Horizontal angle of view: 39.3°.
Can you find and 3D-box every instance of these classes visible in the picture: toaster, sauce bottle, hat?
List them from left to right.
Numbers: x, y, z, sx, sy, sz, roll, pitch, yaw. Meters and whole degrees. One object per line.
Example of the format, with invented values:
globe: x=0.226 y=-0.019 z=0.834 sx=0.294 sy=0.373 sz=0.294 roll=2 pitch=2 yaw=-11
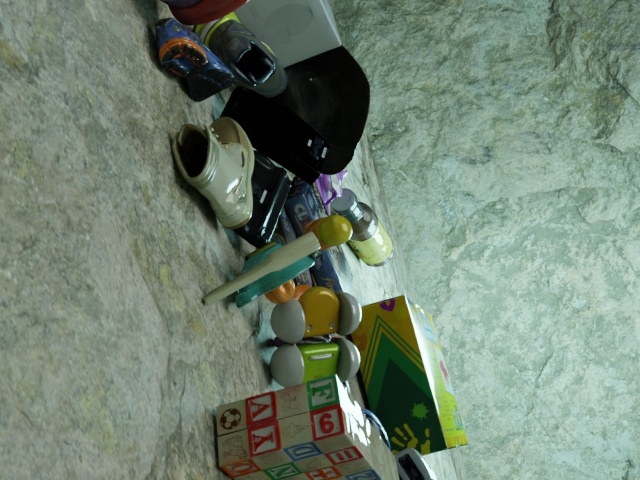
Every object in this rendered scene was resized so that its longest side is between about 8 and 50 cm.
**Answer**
hat: x=-0.045 y=-0.302 z=1.964 sx=0.134 sy=0.331 sz=0.331 roll=-6 pitch=75 yaw=-40
sauce bottle: x=0.112 y=-0.038 z=2.487 sx=0.344 sy=0.112 sz=0.111 roll=53 pitch=22 yaw=-56
toaster: x=0.200 y=0.545 z=1.887 sx=0.146 sy=0.129 sz=0.227 roll=62 pitch=-3 yaw=-22

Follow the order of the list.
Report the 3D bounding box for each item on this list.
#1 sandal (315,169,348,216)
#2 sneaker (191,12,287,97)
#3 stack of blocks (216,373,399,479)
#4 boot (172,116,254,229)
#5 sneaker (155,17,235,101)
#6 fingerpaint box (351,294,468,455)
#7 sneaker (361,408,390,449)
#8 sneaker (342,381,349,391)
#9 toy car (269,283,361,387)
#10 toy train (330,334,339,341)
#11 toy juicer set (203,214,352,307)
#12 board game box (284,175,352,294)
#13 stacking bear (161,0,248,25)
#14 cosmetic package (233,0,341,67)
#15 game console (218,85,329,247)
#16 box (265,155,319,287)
sandal: x=0.013 y=-0.180 z=2.260 sx=0.416 sy=0.102 sz=0.169 roll=-92 pitch=160 yaw=-53
sneaker: x=-0.135 y=-0.334 z=1.722 sx=0.121 sy=0.111 sz=0.300 roll=47 pitch=8 yaw=23
stack of blocks: x=-0.007 y=0.308 z=1.250 sx=0.297 sy=0.171 sz=0.087 roll=59 pitch=17 yaw=-50
boot: x=-0.171 y=-0.143 z=1.422 sx=0.165 sy=0.077 sz=0.213 roll=52 pitch=26 yaw=-54
sneaker: x=-0.208 y=-0.304 z=1.493 sx=0.221 sy=0.083 sz=0.087 roll=48 pitch=18 yaw=-71
fingerpaint box: x=0.223 y=0.357 z=2.260 sx=0.445 sy=0.163 sz=0.370 roll=35 pitch=40 yaw=-72
sneaker: x=0.104 y=0.448 z=1.770 sx=0.090 sy=0.082 sz=0.232 roll=49 pitch=25 yaw=-78
sneaker: x=0.050 y=0.360 z=1.658 sx=0.228 sy=0.086 sz=0.132 roll=-96 pitch=165 yaw=-50
toy car: x=-0.024 y=0.162 z=1.509 sx=0.136 sy=0.159 sz=0.181 roll=10 pitch=-79 yaw=55
toy train: x=0.026 y=0.201 z=1.876 sx=0.166 sy=0.046 sz=0.125 roll=35 pitch=38 yaw=-72
toy juicer set: x=-0.041 y=0.041 z=1.410 sx=0.089 sy=0.209 sz=0.329 roll=62 pitch=12 yaw=-4
board game box: x=0.000 y=0.000 z=1.773 sx=0.165 sy=0.042 sz=0.243 roll=-77 pitch=146 yaw=-69
stacking bear: x=-0.251 y=-0.475 z=1.367 sx=0.289 sy=0.164 sz=0.175 roll=39 pitch=27 yaw=-49
cosmetic package: x=-0.106 y=-0.485 z=1.873 sx=0.224 sy=0.225 sz=0.138 roll=59 pitch=14 yaw=-47
game console: x=-0.107 y=-0.135 z=1.604 sx=0.213 sy=0.044 sz=0.361 roll=33 pitch=40 yaw=-13
box: x=-0.067 y=-0.004 z=1.724 sx=0.216 sy=0.060 sz=0.269 roll=39 pitch=34 yaw=-68
